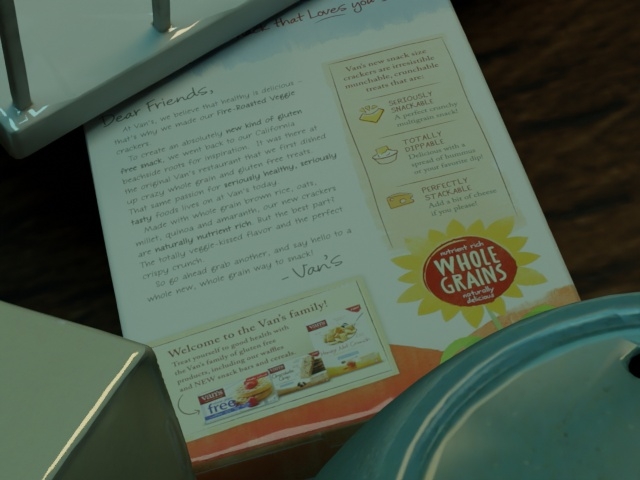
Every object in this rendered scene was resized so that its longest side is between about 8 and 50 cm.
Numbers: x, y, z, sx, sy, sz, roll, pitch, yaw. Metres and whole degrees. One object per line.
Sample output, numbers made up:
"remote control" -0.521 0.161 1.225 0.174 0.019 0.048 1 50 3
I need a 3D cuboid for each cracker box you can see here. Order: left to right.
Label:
"cracker box" 0.000 0.000 0.730 0.156 0.067 0.232 -15 46 -2

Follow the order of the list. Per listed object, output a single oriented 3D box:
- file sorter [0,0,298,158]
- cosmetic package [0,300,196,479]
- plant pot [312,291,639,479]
"file sorter" -0.060 -0.208 0.749 0.278 0.173 0.193 -32 64 -21
"cosmetic package" -0.193 0.087 0.632 0.296 0.153 0.129 14 50 26
"plant pot" 0.092 0.126 0.496 0.290 0.195 0.290 -6 45 6
